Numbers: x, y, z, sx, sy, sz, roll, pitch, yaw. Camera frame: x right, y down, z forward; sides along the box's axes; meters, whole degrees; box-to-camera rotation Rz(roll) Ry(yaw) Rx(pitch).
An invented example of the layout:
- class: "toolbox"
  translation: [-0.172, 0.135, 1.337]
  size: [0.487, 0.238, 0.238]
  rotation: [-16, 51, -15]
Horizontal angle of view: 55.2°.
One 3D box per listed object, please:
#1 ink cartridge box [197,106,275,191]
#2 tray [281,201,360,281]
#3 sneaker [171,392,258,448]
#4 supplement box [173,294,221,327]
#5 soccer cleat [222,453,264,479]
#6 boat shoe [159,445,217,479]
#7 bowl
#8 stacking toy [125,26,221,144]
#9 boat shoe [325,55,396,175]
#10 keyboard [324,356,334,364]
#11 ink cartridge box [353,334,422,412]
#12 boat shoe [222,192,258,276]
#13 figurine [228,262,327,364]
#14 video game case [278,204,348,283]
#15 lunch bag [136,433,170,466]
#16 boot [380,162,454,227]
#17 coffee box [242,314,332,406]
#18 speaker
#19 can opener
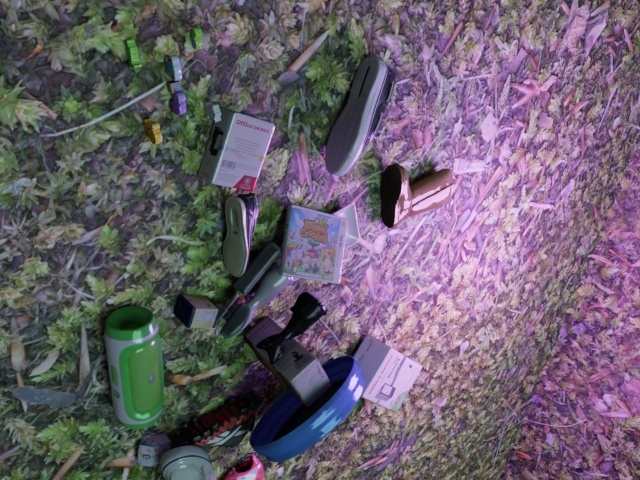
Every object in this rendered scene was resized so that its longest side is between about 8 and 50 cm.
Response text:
- class: "ink cartridge box"
  translation: [-0.200, -0.217, 1.465]
  size: [0.127, 0.072, 0.175]
  rotation: [9, 106, -44]
- class: "tray"
  translation: [0.000, 0.000, 1.795]
  size: [0.270, 0.030, 0.145]
  rotation: [-31, 131, -26]
- class: "sneaker"
  translation: [-0.299, 0.560, 1.784]
  size: [0.276, 0.098, 0.135]
  rotation: [-22, 123, -34]
- class: "supplement box"
  translation: [-0.317, 0.182, 1.571]
  size: [0.083, 0.083, 0.056]
  rotation: [8, 107, -43]
- class: "soccer cleat"
  translation: [-0.292, 0.779, 1.938]
  size: [0.248, 0.083, 0.095]
  rotation: [-28, 106, -25]
- class: "boat shoe"
  translation: [-0.354, 0.714, 1.724]
  size: [0.136, 0.156, 0.367]
  rotation: [-17, 140, -11]
- class: "bowl"
  translation: [-0.033, 0.495, 1.803]
  size: [0.391, 0.391, 0.077]
  rotation: [-39, 95, -19]
- class: "stacking toy"
  translation: [-0.311, -0.334, 1.317]
  size: [0.167, 0.052, 0.221]
  rotation: [-26, 127, -30]
- class: "boat shoe"
  translation: [0.124, -0.323, 1.661]
  size: [0.119, 0.121, 0.335]
  rotation: [18, 98, -41]
- class: "keyboard"
  translation: [0.052, 0.475, 2.108]
  size: [0.108, 0.023, 0.180]
  rotation: [-38, 134, -21]
- class: "ink cartridge box"
  translation: [0.220, 0.476, 2.177]
  size: [0.273, 0.115, 0.198]
  rotation: [37, 82, -49]
- class: "boat shoe"
  translation: [-0.198, -0.012, 1.575]
  size: [0.079, 0.084, 0.233]
  rotation: [-30, 136, -50]
- class: "figurine"
  translation: [-0.129, 0.199, 1.681]
  size: [0.209, 0.215, 0.092]
  rotation: [-46, 162, -12]
- class: "video game case"
  translation: [-0.016, 0.014, 1.709]
  size: [0.212, 0.023, 0.193]
  rotation: [12, 82, -40]
- class: "lunch bag"
  translation: [-0.460, 0.580, 1.686]
  size: [0.083, 0.053, 0.071]
  rotation: [-1, 113, -33]
- class: "boot"
  translation: [0.313, -0.177, 1.943]
  size: [0.270, 0.089, 0.236]
  rotation: [-25, 140, -29]
- class: "coffee box"
  translation: [-0.096, 0.339, 1.737]
  size: [0.098, 0.246, 0.141]
  rotation: [-40, 133, -17]
- class: "speaker"
  translation: [-0.451, 0.313, 1.494]
  size: [0.131, 0.131, 0.296]
  rotation: [-17, 123, -35]
- class: "can opener"
  translation: [-0.195, 0.130, 1.650]
  size: [0.093, 0.074, 0.280]
  rotation: [35, 83, -7]
